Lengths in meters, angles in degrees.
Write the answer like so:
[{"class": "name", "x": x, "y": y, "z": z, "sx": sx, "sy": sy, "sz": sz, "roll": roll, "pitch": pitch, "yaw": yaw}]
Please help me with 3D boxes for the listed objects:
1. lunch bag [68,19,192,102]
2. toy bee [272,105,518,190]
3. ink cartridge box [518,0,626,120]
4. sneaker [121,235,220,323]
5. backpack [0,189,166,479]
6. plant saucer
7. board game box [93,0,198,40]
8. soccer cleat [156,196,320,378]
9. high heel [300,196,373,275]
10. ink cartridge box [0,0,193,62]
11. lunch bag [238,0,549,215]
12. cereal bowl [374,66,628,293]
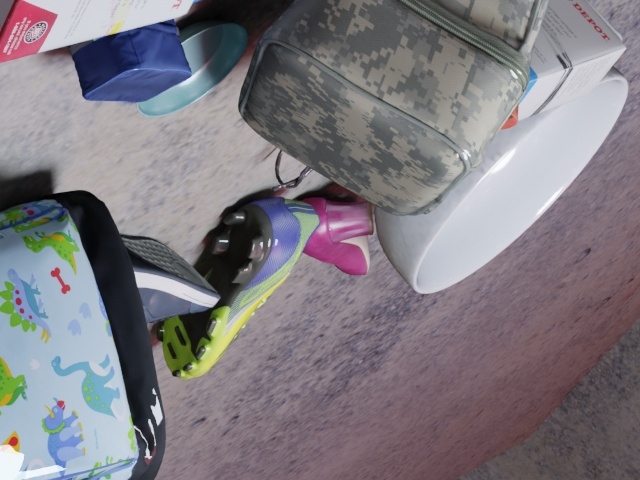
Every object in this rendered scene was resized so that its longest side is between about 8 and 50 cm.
[{"class": "lunch bag", "x": -0.153, "y": -0.153, "z": 1.512, "sx": 0.067, "sy": 0.065, "sz": 0.098, "roll": -24, "pitch": 169, "yaw": 30}, {"class": "toy bee", "x": 0.033, "y": -0.121, "z": 1.809, "sx": 0.298, "sy": 0.195, "sz": 0.162, "roll": -34, "pitch": 141, "yaw": 24}, {"class": "ink cartridge box", "x": 0.191, "y": -0.203, "z": 1.923, "sx": 0.203, "sy": 0.148, "sz": 0.086, "roll": -20, "pitch": 154, "yaw": -44}, {"class": "sneaker", "x": -0.211, "y": 0.079, "z": 1.919, "sx": 0.163, "sy": 0.086, "sz": 0.226, "roll": -53, "pitch": 150, "yaw": 11}, {"class": "backpack", "x": -0.309, "y": 0.119, "z": 1.559, "sx": 0.355, "sy": 0.290, "sz": 0.273, "roll": -12, "pitch": 179, "yaw": -27}, {"class": "plant saucer", "x": -0.118, "y": -0.156, "z": 1.648, "sx": 0.119, "sy": 0.021, "sz": 0.119, "roll": -35, "pitch": 163, "yaw": -13}, {"class": "board game box", "x": -0.084, "y": -0.249, "z": 1.439, "sx": 0.210, "sy": 0.047, "sz": 0.160, "roll": -26, "pitch": 160, "yaw": -36}, {"class": "soccer cleat", "x": -0.090, "y": 0.060, "z": 2.111, "sx": 0.121, "sy": 0.093, "sz": 0.289, "roll": -10, "pitch": 147, "yaw": -39}, {"class": "high heel", "x": 0.000, "y": 0.000, "z": 2.222, "sx": 0.117, "sy": 0.082, "sz": 0.244, "roll": -6, "pitch": 173, "yaw": -2}, {"class": "ink cartridge box", "x": -0.163, "y": -0.216, "z": 1.233, "sx": 0.176, "sy": 0.127, "sz": 0.128, "roll": -21, "pitch": 155, "yaw": -43}, {"class": "lunch bag", "x": 0.080, "y": -0.185, "z": 1.592, "sx": 0.256, "sy": 0.212, "sz": 0.305, "roll": -57, "pitch": 180, "yaw": -12}, {"class": "cereal bowl", "x": 0.184, "y": -0.105, "z": 2.142, "sx": 0.339, "sy": 0.141, "sz": 0.339, "roll": -41, "pitch": 164, "yaw": -14}]
